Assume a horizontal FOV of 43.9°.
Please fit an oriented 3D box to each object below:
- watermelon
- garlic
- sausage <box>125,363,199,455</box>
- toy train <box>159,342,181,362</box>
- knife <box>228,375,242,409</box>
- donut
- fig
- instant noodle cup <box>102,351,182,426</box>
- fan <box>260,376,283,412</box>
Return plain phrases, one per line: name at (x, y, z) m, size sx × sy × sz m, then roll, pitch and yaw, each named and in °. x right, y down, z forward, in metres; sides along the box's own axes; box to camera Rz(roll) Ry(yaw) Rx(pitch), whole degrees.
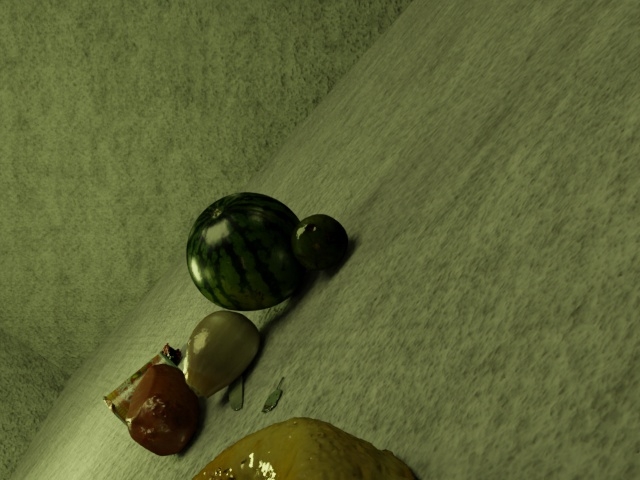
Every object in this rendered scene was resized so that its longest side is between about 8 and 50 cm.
watermelon at (-0.166, 0.028, 1.836) m, size 0.285 × 0.285 × 0.285 m, roll -47°, pitch 15°, yaw 16°
garlic at (-0.216, 0.240, 1.782) m, size 0.164 × 0.145 × 0.245 m, roll -61°, pitch -5°, yaw 34°
sausage at (-0.357, 0.384, 1.820) m, size 0.153 × 0.141 × 0.268 m, roll -49°, pitch 17°, yaw 6°
toy train at (-0.464, 0.361, 2.396) m, size 0.087 × 0.050 × 0.138 m, roll -56°, pitch 14°, yaw -5°
knife at (-0.189, 0.307, 1.749) m, size 0.047 × 0.017 × 0.298 m, roll -40°, pitch 14°, yaw 3°
donut at (-0.068, 0.368, 0.934) m, size 0.377 × 0.163 × 0.435 m, roll -50°, pitch 14°, yaw 0°
fig at (0.000, 0.000, 1.736) m, size 0.123 × 0.123 × 0.156 m, roll -49°, pitch 2°, yaw 7°
instant noodle cup at (-0.443, 0.394, 2.064) m, size 0.185 × 0.168 × 0.168 m, roll -46°, pitch 13°, yaw -11°
fan at (-0.086, 0.290, 1.499) m, size 0.056 × 0.004 × 0.083 m, roll -35°, pitch 21°, yaw 48°
